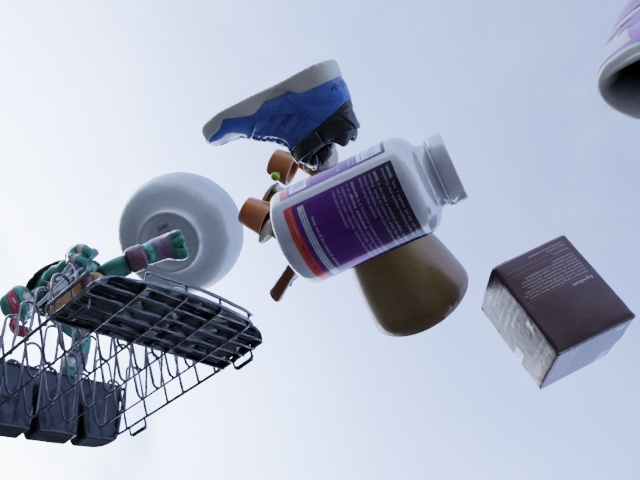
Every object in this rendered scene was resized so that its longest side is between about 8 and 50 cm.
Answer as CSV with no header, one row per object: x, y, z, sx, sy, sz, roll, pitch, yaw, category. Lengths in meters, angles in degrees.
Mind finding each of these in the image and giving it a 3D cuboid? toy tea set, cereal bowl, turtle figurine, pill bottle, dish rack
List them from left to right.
-0.267,0.064,0.691,0.118,0.234,0.175,42,-46,39,turtle figurine
-0.198,0.104,0.544,0.271,0.208,0.074,-35,-128,22,dish rack
-0.382,-0.009,1.606,0.338,0.141,0.339,1,-76,4,cereal bowl
-0.049,-0.128,1.339,0.124,0.336,0.200,26,-16,9,toy tea set
0.084,-0.062,1.061,0.322,0.181,0.182,-24,-76,14,pill bottle

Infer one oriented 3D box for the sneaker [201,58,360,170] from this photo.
-0.036,-0.095,0.553,0.152,0.058,0.085,-20,-80,24,sneaker

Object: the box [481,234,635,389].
0.441,0.135,1.155,0.169,0.167,0.203,82,-18,-54,box

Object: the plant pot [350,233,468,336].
0.154,0.034,1.289,0.237,0.237,0.254,-11,-54,39,plant pot

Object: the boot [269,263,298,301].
0.000,0.000,1.455,0.096,0.264,0.280,32,-42,5,boot

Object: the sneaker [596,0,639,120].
0.292,-0.124,0.316,0.282,0.161,0.102,-12,-63,48,sneaker
